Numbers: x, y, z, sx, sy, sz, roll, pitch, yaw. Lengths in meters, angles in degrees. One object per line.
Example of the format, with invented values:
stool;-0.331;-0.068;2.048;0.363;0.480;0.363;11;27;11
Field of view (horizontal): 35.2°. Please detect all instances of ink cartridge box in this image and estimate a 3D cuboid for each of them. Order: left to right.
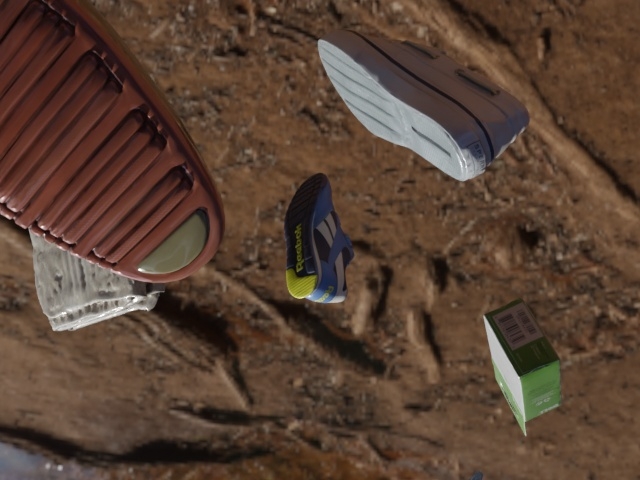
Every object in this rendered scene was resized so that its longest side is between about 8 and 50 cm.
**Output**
ink cartridge box;0.289;0.182;1.431;0.062;0.109;0.209;-24;145;-2

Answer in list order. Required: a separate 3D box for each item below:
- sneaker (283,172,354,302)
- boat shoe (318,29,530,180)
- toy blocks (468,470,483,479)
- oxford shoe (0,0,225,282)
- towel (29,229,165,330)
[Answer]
sneaker;0.000;0.000;1.007;0.059;0.144;0.053;23;144;-33
boat shoe;0.083;-0.122;0.836;0.076;0.226;0.083;-31;136;-14
toy blocks;0.098;0.275;0.851;0.054;0.148;0.123;27;140;17
oxford shoe;-0.200;-0.142;0.645;0.140;0.146;0.397;-38;102;22
towel;-0.243;-0.054;1.049;0.187;0.282;0.049;-16;170;42
